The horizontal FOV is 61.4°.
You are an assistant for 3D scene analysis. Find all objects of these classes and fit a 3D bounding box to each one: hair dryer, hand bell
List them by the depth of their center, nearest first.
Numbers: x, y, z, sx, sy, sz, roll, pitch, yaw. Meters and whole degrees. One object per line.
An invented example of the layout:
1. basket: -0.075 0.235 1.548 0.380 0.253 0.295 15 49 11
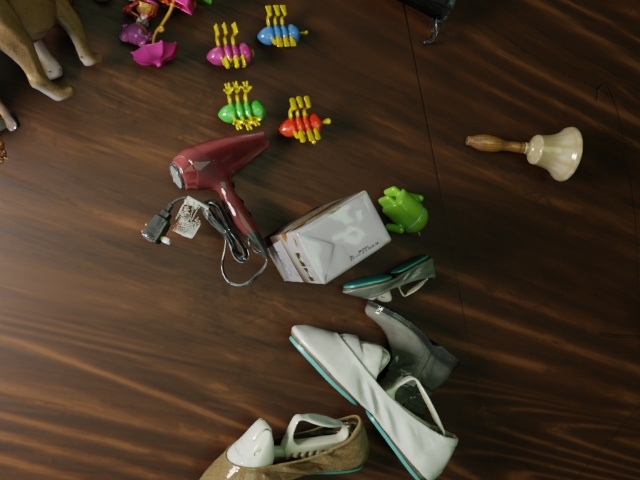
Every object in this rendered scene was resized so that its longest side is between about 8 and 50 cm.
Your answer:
1. hair dryer: -0.175 -0.080 0.988 0.223 0.080 0.294 27 72 -21
2. hand bell: 0.448 -0.214 1.227 0.241 0.126 0.126 7 85 -7

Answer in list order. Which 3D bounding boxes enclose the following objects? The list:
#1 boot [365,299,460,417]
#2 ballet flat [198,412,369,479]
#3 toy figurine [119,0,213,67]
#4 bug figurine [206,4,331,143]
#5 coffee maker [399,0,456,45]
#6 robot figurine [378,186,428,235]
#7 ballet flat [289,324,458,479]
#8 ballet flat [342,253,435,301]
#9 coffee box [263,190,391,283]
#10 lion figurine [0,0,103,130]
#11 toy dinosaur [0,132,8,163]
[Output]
1. boot: 0.158 0.248 1.104 0.246 0.083 0.161 38 86 -10
2. ballet flat: -0.062 0.383 0.988 0.342 0.116 0.124 -2 104 -22
3. toy figurine: -0.300 -0.392 0.952 0.173 0.130 0.159 23 90 4
4. bug figurine: -0.100 -0.304 1.023 0.216 0.072 0.279 -9 82 -25
5. coffee maker: 0.190 -0.529 1.121 0.178 0.120 0.171 13 84 -19
6. robot figurine: 0.176 -0.062 1.125 0.115 0.067 0.101 39 68 -15
7. ballet flat: 0.112 0.281 1.033 0.139 0.139 0.400 -43 94 -16
8. ballet flat: 0.148 0.091 1.108 0.213 0.072 0.068 -19 99 -20
9. coffee box: 0.000 0.000 0.962 0.141 0.246 0.098 -31 97 -19
10. lion figurine: -0.452 -0.333 0.789 0.142 0.392 0.240 -18 126 0
11. toy dinosaur: -0.577 -0.242 0.745 0.321 0.164 0.218 36 58 6
